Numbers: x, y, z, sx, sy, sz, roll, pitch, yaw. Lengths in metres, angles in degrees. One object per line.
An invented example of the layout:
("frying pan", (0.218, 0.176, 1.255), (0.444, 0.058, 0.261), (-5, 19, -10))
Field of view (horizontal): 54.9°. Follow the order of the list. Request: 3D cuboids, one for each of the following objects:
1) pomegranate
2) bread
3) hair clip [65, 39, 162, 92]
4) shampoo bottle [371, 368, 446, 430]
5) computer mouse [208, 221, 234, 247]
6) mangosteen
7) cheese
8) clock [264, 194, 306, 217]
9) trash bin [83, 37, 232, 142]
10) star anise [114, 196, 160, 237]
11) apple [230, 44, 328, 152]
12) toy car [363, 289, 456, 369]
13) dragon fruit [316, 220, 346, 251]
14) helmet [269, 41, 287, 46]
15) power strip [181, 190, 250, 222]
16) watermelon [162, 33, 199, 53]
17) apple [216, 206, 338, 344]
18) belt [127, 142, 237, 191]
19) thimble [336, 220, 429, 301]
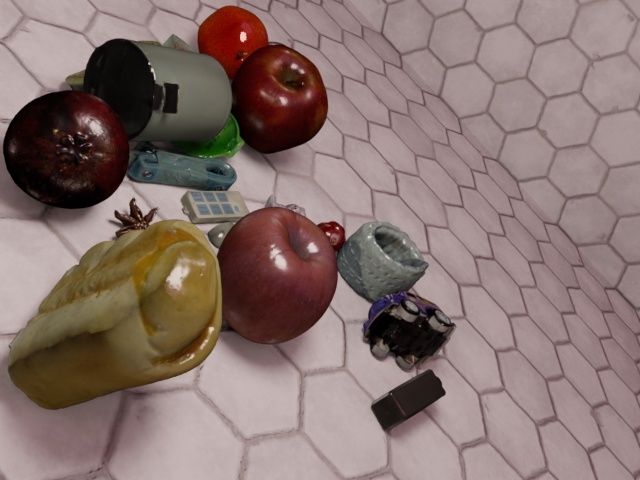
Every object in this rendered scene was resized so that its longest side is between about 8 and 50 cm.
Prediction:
("pomegranate", (-0.275, -0.620, 1.915), (0.220, 0.221, 0.257), (10, 42, -42))
("bread", (-0.300, 0.124, 1.038), (0.210, 0.341, 0.301), (54, 24, -31))
("hair clip", (-0.511, -0.423, 1.567), (0.321, 0.138, 0.091), (-63, 149, -54))
("shampoo bottle", (0.232, 0.393, 1.552), (0.246, 0.080, 0.079), (-9, 63, -51))
("computer mouse", (-0.228, -0.020, 1.515), (0.056, 0.032, 0.110), (51, 34, 5))
("mangosteen", (-0.510, -0.185, 1.246), (0.235, 0.236, 0.261), (27, -3, -27))
("cheese", (-0.351, -0.325, 1.636), (0.320, 0.083, 0.204), (32, 55, 1))
("clock", (-0.084, -0.035, 1.626), (0.117, 0.080, 0.176), (13, 45, -21))
("trash bin", (-0.365, -0.334, 1.415), (0.277, 0.217, 0.262), (16, 15, 28))
("star anise", (-0.390, -0.026, 1.336), (0.141, 0.042, 0.141), (30, 39, -28))
("apple", (-0.125, -0.392, 1.748), (0.288, 0.317, 0.288), (5, 74, -17))
("toy car", (0.225, 0.221, 1.662), (0.235, 0.172, 0.158), (25, 23, -25))
("dragon fruit", (0.000, 0.000, 1.702), (0.190, 0.094, 0.094), (-17, 68, -43))
("helmet", (-0.150, -0.593, 2.083), (0.198, 0.154, 0.253), (33, 41, -18))
("power strip", (-0.260, -0.084, 1.544), (0.192, 0.035, 0.081), (-5, 59, -49))
("watermelon", (-0.372, -0.451, 1.766), (0.154, 0.094, 0.241), (18, 44, -50))
("apple", (-0.103, 0.078, 1.373), (0.305, 0.235, 0.306), (32, 35, -25))
("belt", (-0.341, -0.176, 1.519), (0.302, 0.072, 0.087), (9, 53, -45))
("thimble", (0.182, 0.058, 1.757), (0.250, 0.172, 0.205), (29, 36, -21))
